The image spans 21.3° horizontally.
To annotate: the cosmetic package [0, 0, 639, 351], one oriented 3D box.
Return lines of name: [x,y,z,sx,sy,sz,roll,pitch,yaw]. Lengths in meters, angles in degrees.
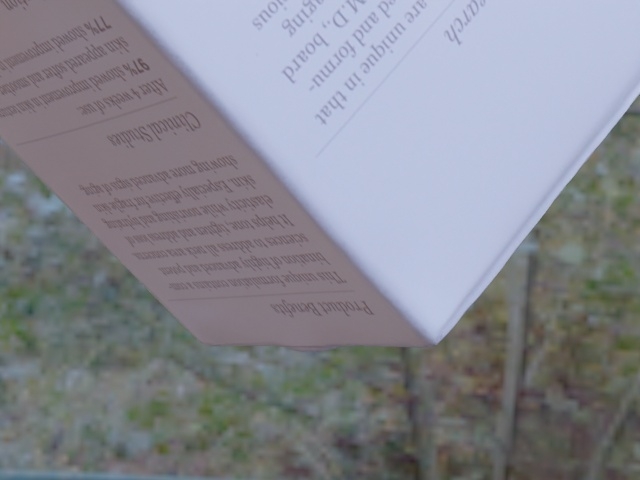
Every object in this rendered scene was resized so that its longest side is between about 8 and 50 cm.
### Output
cosmetic package: [-0.039,-0.171,1.147,0.393,0.327,0.329,48,-24,-19]
